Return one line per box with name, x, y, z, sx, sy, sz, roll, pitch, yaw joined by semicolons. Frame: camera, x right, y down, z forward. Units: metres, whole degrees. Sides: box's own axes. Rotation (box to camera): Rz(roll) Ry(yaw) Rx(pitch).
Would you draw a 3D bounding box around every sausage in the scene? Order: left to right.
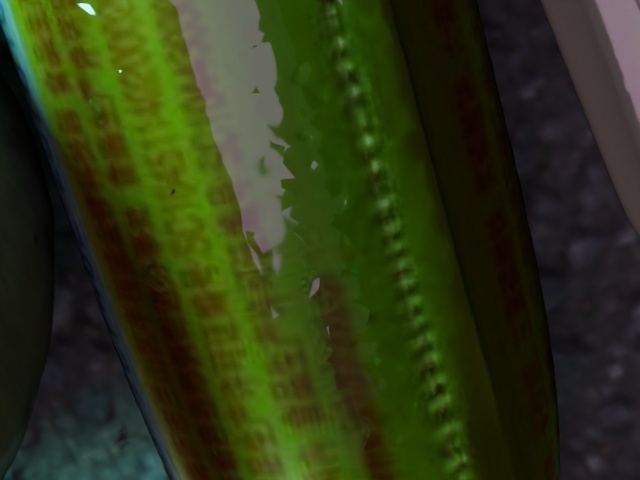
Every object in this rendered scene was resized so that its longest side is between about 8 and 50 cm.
sausage;0.002;0.000;0.474;0.125;0.117;0.317;-1;114;43

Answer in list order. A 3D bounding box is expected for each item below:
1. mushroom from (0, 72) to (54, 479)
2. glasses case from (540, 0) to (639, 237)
mushroom;-0.185;0.034;0.485;0.243;0.243;0.243;3;109;8
glasses case;0.092;-0.085;0.466;0.083;0.050;0.196;-21;105;17
